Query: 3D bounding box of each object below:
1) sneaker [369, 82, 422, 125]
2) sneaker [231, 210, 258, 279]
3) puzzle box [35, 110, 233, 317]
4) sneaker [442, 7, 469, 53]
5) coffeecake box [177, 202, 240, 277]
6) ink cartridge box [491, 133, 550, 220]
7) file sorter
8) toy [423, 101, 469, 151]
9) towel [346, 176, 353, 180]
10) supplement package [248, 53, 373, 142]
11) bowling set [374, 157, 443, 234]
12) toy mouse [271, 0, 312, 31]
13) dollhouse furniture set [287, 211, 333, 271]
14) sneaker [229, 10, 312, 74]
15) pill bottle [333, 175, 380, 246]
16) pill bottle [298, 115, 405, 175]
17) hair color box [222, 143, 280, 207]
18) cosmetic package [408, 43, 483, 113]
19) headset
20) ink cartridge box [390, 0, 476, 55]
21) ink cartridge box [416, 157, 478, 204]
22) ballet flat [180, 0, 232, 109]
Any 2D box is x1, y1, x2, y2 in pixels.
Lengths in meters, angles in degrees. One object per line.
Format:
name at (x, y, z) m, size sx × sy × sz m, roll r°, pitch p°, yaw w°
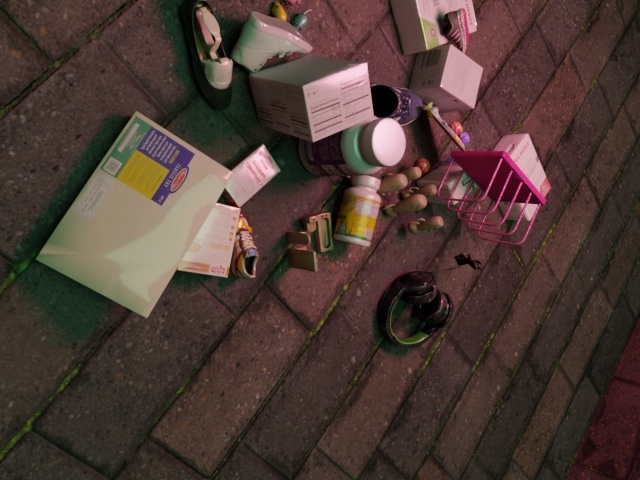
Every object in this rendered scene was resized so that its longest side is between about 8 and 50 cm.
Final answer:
sneaker at (0.222, -0.423, 1.772) m, size 0.350 × 0.148 × 0.131 m, roll -11°, pitch 100°, yaw -37°
sneaker at (-0.200, 0.012, 1.525) m, size 0.069 × 0.084 × 0.185 m, roll -11°, pitch 101°, yaw -36°
puzzle box at (-0.418, -0.061, 1.321) m, size 0.272 × 0.052 × 0.409 m, roll 33°, pitch 74°, yaw -15°
sneaker at (0.435, -0.672, 1.831) m, size 0.170 × 0.075 × 0.063 m, roll 60°, pitch 41°, yaw -53°
coffeecake box at (-0.298, -0.007, 1.457) m, size 0.142 × 0.068 × 0.185 m, roll 13°, pitch 86°, yaw -37°
ink cartridge box at (0.770, -0.248, 2.229) m, size 0.207 × 0.117 × 0.283 m, roll -49°, pitch 121°, yaw -23°
file sorter at (0.542, -0.133, 1.826) m, size 0.290 × 0.202 × 0.182 m, roll 35°, pitch 76°, yaw -36°
toy at (0.442, -0.373, 1.898) m, size 0.237 × 0.137 × 0.056 m, roll 46°, pitch 104°, yaw 5°
towel at (0.116, -0.257, 1.782) m, size 0.110 × 0.027 × 0.148 m, roll 30°, pitch 77°, yaw -35°
supplement package at (-0.026, -0.380, 1.485) m, size 0.204 × 0.262 × 0.145 m, roll -28°, pitch 125°, yaw -26°
bowling set at (0.290, -0.165, 1.875) m, size 0.287 × 0.154 × 0.200 m, roll 45°, pitch 49°, yaw -30°
toy mouse at (-0.072, -0.650, 1.599) m, size 0.143 × 0.031 × 0.161 m, roll -15°, pitch 103°, yaw -36°
dollhouse furniture set at (0.000, 0.000, 1.653) m, size 0.151 × 0.123 × 0.144 m, roll -12°, pitch 101°, yaw -36°
sneaker at (-0.138, -0.516, 1.536) m, size 0.256 × 0.094 × 0.151 m, roll -5°, pitch 141°, yaw -54°
pill bottle at (0.117, -0.092, 1.732) m, size 0.117 × 0.117 × 0.208 m, roll 14°, pitch 90°, yaw -38°
pill bottle at (0.086, -0.264, 1.584) m, size 0.169 × 0.301 × 0.169 m, roll -4°, pitch 96°, yaw -37°
hair color box at (-0.198, -0.175, 1.531) m, size 0.167 × 0.053 × 0.093 m, roll -45°, pitch 117°, yaw -24°
cosmetic package at (0.422, -0.540, 1.915) m, size 0.183 × 0.151 × 0.151 m, roll 19°, pitch 83°, yaw -36°
headset at (0.375, 0.198, 1.922) m, size 0.394 × 0.185 × 0.243 m, roll -48°, pitch 121°, yaw -11°
ink cartridge box at (0.378, -0.754, 1.885) m, size 0.273 × 0.115 × 0.198 m, roll -30°, pitch 112°, yaw -32°
ink cartridge box at (0.458, -0.209, 1.973) m, size 0.203 × 0.148 × 0.086 m, roll -35°, pitch 117°, yaw -29°
ballet flat at (-0.277, -0.466, 1.417) m, size 0.095 × 0.096 × 0.280 m, roll -30°, pitch 111°, yaw -33°
